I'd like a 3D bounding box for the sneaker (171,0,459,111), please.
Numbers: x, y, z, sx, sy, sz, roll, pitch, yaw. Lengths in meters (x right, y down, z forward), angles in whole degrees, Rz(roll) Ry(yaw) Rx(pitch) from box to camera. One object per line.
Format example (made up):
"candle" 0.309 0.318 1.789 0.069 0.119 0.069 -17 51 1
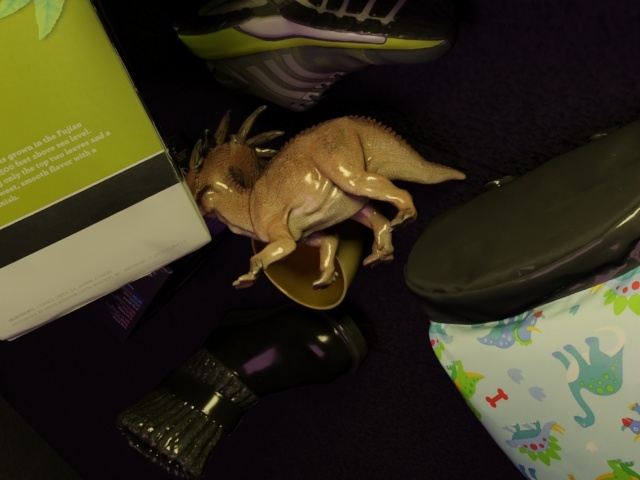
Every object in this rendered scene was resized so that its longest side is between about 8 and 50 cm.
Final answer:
"sneaker" 0.000 -0.190 0.692 0.300 0.111 0.121 11 149 36

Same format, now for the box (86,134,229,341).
"box" -0.245 0.005 1.020 0.143 0.165 0.270 45 142 0

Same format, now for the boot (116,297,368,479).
"boot" -0.114 0.213 1.011 0.348 0.260 0.131 -17 112 49

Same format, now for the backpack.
"backpack" 0.270 0.119 0.618 0.290 0.273 0.355 -24 119 43

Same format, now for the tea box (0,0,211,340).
"tea box" -0.294 -0.151 0.672 0.329 0.220 0.323 55 168 48

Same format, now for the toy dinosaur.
"toy dinosaur" -0.013 -0.065 0.717 0.127 0.295 0.200 53 -164 -69

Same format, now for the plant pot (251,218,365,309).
"plant pot" 0.000 0.000 0.849 0.134 0.095 0.134 25 138 25
